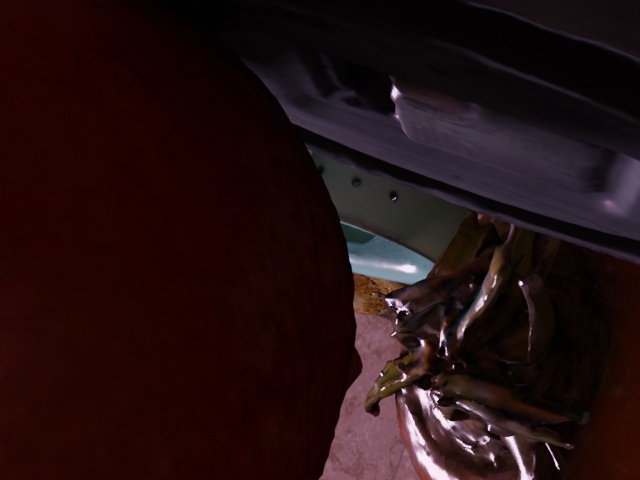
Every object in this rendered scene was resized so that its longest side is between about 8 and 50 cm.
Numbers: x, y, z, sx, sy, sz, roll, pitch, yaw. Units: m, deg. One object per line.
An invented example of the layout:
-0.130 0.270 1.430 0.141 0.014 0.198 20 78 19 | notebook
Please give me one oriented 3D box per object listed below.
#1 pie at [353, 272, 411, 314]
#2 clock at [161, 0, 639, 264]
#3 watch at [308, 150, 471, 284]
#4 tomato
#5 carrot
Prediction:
0.000 0.000 1.380 0.194 0.079 0.163 19 168 8 | pie
0.048 -0.058 0.498 0.319 0.066 0.319 21 176 2 | clock
-0.012 -0.029 1.114 0.237 0.068 0.195 16 173 37 | watch
-0.072 0.027 0.442 0.170 0.309 0.309 -10 -175 -17 | tomato
0.144 0.080 0.866 0.331 0.214 0.193 28 171 -40 | carrot
